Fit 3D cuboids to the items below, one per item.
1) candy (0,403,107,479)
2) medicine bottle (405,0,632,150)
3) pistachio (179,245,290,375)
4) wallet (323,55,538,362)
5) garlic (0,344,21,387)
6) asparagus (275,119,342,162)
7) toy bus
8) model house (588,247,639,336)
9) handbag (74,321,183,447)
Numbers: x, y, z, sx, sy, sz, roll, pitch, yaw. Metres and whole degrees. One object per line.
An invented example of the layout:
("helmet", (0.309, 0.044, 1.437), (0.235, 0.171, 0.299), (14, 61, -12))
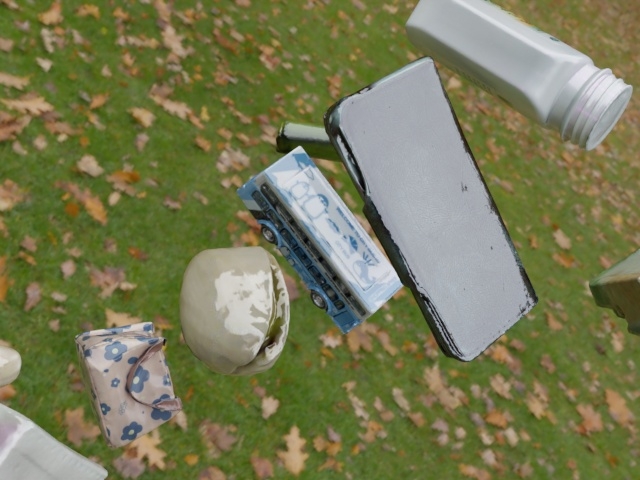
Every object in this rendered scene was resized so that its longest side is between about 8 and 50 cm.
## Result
("candy", (-0.618, 0.496, 1.763), (0.145, 0.208, 0.359), (23, -22, 28))
("medicine bottle", (0.292, -0.261, 1.250), (0.324, 0.124, 0.179), (40, 15, 24))
("pistachio", (-0.155, 0.132, 1.568), (0.208, 0.226, 0.332), (42, 13, -31))
("wallet", (0.127, -0.032, 0.937), (0.172, 0.045, 0.318), (-33, 100, -34))
("garlic", (-0.826, 0.280, 2.012), (0.217, 0.110, 0.228), (15, 11, -20))
("asparagus", (0.061, -0.155, 1.415), (0.277, 0.067, 0.060), (10, 26, -9))
("toy bus", (0.000, 0.000, 1.364), (0.106, 0.131, 0.297), (-39, 92, -31))
("model house", (0.610, 0.108, 1.243), (0.280, 0.312, 0.245), (60, -12, 2))
("handbag", (-0.439, 0.318, 1.935), (0.193, 0.252, 0.190), (-17, 20, -19))
